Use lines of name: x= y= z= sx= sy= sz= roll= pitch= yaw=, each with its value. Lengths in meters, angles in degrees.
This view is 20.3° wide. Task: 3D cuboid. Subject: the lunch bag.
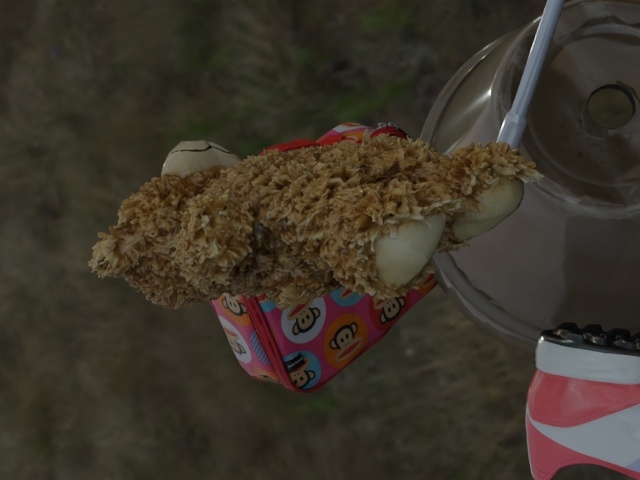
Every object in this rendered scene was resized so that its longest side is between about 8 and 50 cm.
lunch bag: x=0.000 y=0.000 z=2.024 sx=0.120 sy=0.293 sz=0.258 roll=14 pitch=135 yaw=48

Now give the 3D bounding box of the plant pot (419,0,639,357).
plant pot: x=0.238 y=-0.076 z=1.540 sx=0.280 sy=0.323 sz=0.323 roll=78 pitch=170 yaw=-75

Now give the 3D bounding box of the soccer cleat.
soccer cleat: x=0.303 y=0.141 z=1.262 sx=0.108 sy=0.318 sz=0.116 roll=-35 pitch=-45 yaw=-81

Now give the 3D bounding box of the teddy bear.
teddy bear: x=-0.013 y=-0.026 z=1.232 sx=0.338 sy=0.245 sz=0.113 roll=5 pitch=118 yaw=60

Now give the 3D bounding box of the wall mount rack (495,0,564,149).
wall mount rack: x=0.208 y=-0.153 z=1.221 sx=0.350 sy=0.130 sz=0.304 roll=36 pitch=159 yaw=39
